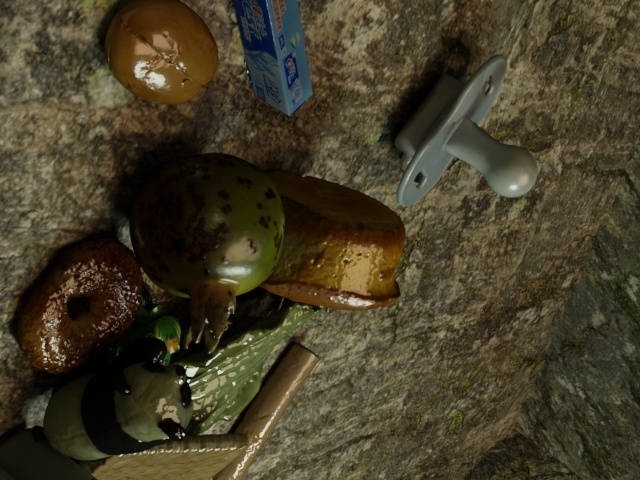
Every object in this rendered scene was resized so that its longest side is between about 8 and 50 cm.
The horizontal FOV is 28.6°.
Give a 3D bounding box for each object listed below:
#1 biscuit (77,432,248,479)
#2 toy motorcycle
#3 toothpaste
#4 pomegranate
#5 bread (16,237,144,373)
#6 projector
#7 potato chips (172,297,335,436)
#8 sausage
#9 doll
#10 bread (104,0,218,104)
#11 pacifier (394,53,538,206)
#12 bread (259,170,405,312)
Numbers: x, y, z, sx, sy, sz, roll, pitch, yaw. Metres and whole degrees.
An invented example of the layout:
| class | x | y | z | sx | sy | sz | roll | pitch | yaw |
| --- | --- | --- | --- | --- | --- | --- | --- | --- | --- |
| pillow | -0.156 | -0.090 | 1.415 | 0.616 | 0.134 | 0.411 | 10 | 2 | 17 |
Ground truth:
| class | x | y | z | sx | sy | sz | roll | pitch | yaw |
| --- | --- | --- | --- | --- | --- | --- | --- | --- | --- |
| biscuit | -0.270 | 0.355 | 1.900 | 0.217 | 0.044 | 0.325 | -43 | 154 | 23 |
| toy motorcycle | -0.240 | 0.147 | 1.699 | 0.074 | 0.106 | 0.190 | -24 | 141 | -49 |
| toothpaste | -0.062 | -0.258 | 1.534 | 0.053 | 0.066 | 0.272 | -45 | 155 | -19 |
| pomegranate | -0.145 | 0.012 | 1.564 | 0.198 | 0.198 | 0.246 | 3 | 96 | -63 |
| bread | -0.295 | 0.084 | 1.566 | 0.193 | 0.064 | 0.193 | -39 | 150 | -28 |
| projector | -0.369 | 0.394 | 1.688 | 0.099 | 0.192 | 0.256 | -37 | 152 | -45 |
| potato chips | -0.137 | 0.190 | 1.953 | 0.389 | 0.097 | 0.373 | -27 | 162 | -52 |
| sausage | -0.104 | 0.317 | 2.258 | 0.301 | 0.066 | 0.066 | -59 | 157 | 5 |
| doll | -0.254 | 0.215 | 1.617 | 0.135 | 0.234 | 0.143 | -40 | 111 | -57 |
| bread | -0.169 | -0.205 | 1.397 | 0.114 | 0.077 | 0.189 | -59 | 154 | 0 |
| pacifier | 0.258 | -0.152 | 2.086 | 0.299 | 0.233 | 0.244 | -53 | 160 | -1 |
| bread | 0.000 | 0.000 | 1.786 | 0.268 | 0.268 | 0.145 | -12 | 126 | -58 |
